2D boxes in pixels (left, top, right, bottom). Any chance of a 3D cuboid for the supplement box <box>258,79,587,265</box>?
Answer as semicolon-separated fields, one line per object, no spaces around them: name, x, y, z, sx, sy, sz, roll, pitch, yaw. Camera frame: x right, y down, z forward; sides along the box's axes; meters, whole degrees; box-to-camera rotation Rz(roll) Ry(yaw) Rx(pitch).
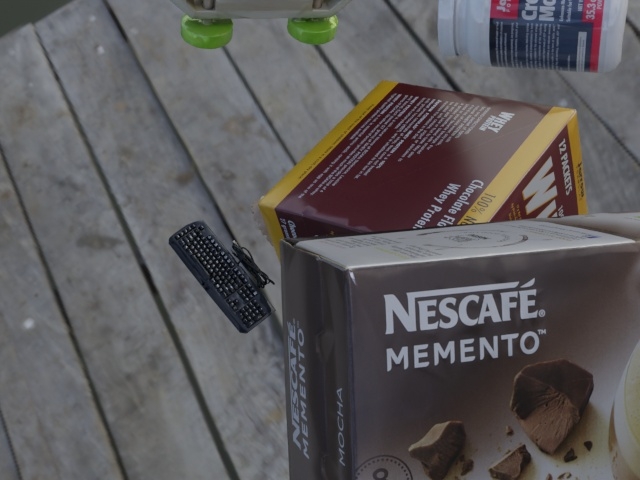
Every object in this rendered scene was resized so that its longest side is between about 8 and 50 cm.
supplement box;0.092;-0.019;0.821;0.194;0.129;0.191;15;49;36

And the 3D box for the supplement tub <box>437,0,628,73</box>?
supplement tub;0.329;-0.359;1.502;0.272;0.191;0.191;6;62;15

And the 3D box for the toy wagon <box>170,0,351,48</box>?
toy wagon;-0.014;-0.325;0.990;0.344;0.267;0.068;-5;47;-15

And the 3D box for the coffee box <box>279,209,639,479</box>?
coffee box;0.135;0.074;0.573;0.297;0.119;0.168;-4;99;-18

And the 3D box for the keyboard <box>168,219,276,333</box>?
keyboard;-0.141;0.043;1.516;0.100;0.038;0.192;-38;86;-32

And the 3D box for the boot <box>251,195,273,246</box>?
boot;0.000;0.000;1.106;0.084;0.158;0.059;-27;34;19
